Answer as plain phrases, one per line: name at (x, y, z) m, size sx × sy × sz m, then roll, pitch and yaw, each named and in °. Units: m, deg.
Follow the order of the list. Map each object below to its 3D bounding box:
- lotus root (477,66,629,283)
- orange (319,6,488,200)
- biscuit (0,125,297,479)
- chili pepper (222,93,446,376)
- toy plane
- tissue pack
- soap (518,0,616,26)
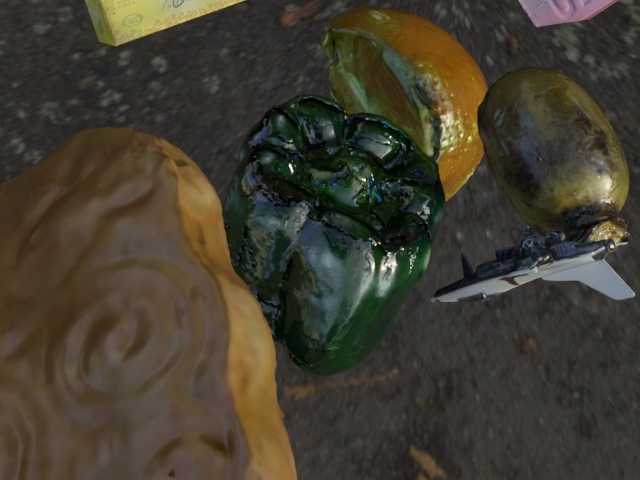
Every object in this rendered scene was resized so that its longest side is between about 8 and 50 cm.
lotus root at (0.272, -0.077, 1.577) m, size 0.154 × 0.154 × 0.278 m, roll -30°, pitch 56°, yaw 11°
orange at (0.114, -0.187, 1.877) m, size 0.196 × 0.334 × 0.262 m, roll -44°, pitch 73°, yaw -6°
biscuit at (-0.181, 0.138, 0.719) m, size 0.365 × 0.062 × 0.385 m, roll -24°, pitch 57°, yaw 23°
chili pepper at (0.000, 0.000, 1.481) m, size 0.233 × 0.248 × 0.257 m, roll 28°, pitch 127°, yaw 9°
toy plane at (0.210, 0.023, 1.452) m, size 0.234 × 0.160 × 0.082 m, roll -3°, pitch 96°, yaw 35°
tissue pack at (-0.176, -0.282, 1.634) m, size 0.176 × 0.095 × 0.062 m, roll -22°, pitch 107°, yaw -16°
soap at (0.329, -0.334, 1.804) m, size 0.149 × 0.056 × 0.100 m, roll -31°, pitch 104°, yaw 19°
